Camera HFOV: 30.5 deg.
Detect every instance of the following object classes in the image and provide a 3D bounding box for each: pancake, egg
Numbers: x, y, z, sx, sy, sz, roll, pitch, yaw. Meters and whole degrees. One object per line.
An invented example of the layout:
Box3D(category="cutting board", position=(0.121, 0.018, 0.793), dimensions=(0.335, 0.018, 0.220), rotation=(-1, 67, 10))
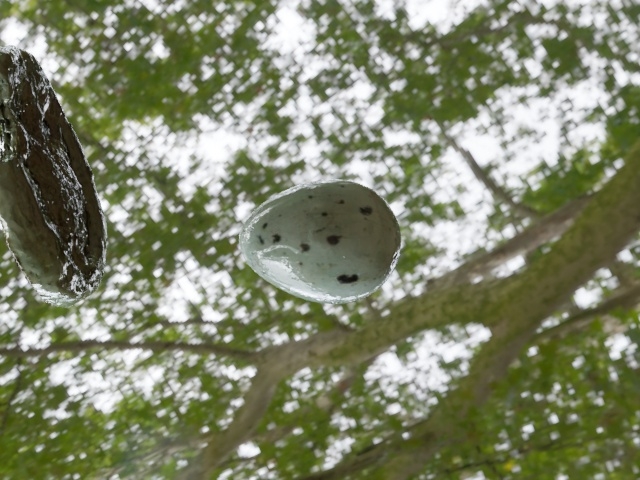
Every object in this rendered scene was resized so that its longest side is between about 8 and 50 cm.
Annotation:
Box3D(category="pancake", position=(-0.245, -0.057, 1.055), dimensions=(0.253, 0.037, 0.253), rotation=(-15, -90, -85))
Box3D(category="egg", position=(0.000, 0.000, 1.192), dimensions=(0.164, 0.131, 0.131), rotation=(5, -121, -2))
